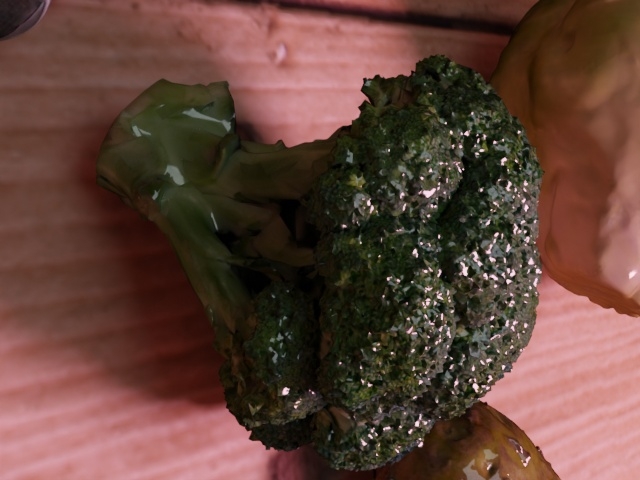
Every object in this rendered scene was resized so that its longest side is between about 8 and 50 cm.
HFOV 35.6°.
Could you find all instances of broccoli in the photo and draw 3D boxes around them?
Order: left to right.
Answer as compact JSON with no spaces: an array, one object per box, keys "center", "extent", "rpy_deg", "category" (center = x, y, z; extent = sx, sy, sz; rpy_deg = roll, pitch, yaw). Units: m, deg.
[{"center":[0.000,0.000,0.593],"extent":[0.270,0.270,0.270],"rpy_deg":[28,54,2],"category":"broccoli"}]

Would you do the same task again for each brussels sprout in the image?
[{"center":[0.275,-0.103,0.878],"extent":[0.317,0.242,0.274],"rpy_deg":[-56,142,-33],"category":"brussels sprout"}]

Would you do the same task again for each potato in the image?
[{"center":[0.124,0.213,0.719],"extent":[0.251,0.113,0.149],"rpy_deg":[55,39,-31],"category":"potato"}]

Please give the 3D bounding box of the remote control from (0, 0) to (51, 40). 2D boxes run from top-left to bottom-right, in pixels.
[{"center":[-0.236,-0.185,0.475],"extent":[0.247,0.104,0.052],"rpy_deg":[36,46,-34],"category":"remote control"}]
